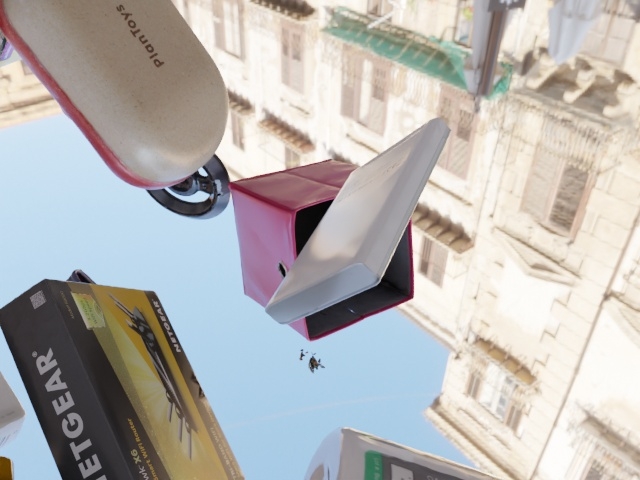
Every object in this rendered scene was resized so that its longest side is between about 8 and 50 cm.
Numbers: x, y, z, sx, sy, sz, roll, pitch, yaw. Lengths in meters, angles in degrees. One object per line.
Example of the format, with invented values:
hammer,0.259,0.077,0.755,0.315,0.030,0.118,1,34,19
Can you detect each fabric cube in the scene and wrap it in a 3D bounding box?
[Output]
fabric cube,0.000,0.000,1.157,0.259,0.254,0.258,-18,-155,-29

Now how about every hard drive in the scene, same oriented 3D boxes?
hard drive,0.057,-0.032,0.820,0.040,0.203,0.307,44,-132,-15

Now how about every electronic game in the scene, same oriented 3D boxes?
electronic game,-0.297,-0.137,1.279,0.229,0.229,0.048,12,-136,14

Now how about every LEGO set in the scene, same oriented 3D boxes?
LEGO set,-0.025,0.293,1.443,0.023,0.083,0.054,-30,-159,33

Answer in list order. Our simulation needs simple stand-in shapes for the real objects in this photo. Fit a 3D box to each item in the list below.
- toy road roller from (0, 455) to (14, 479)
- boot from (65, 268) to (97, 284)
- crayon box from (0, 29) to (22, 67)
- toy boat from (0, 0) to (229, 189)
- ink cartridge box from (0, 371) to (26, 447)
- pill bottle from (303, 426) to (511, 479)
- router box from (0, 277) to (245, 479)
toy road roller,-0.318,0.381,0.619,0.240,0.329,0.202,9,-139,-35
boot,-0.507,0.155,1.313,0.190,0.086,0.069,45,-162,10
crayon box,-0.584,-0.544,1.332,0.313,0.106,0.363,-39,-164,-32
toy boat,-0.202,-0.153,0.573,0.151,0.231,0.151,-16,-155,46
ink cartridge box,-0.626,0.159,0.768,0.385,0.091,0.308,49,-147,15
pill bottle,0.154,0.352,0.642,0.361,0.204,0.204,20,-143,-5
router box,-0.236,0.204,0.747,0.081,0.243,0.309,-32,-104,8
